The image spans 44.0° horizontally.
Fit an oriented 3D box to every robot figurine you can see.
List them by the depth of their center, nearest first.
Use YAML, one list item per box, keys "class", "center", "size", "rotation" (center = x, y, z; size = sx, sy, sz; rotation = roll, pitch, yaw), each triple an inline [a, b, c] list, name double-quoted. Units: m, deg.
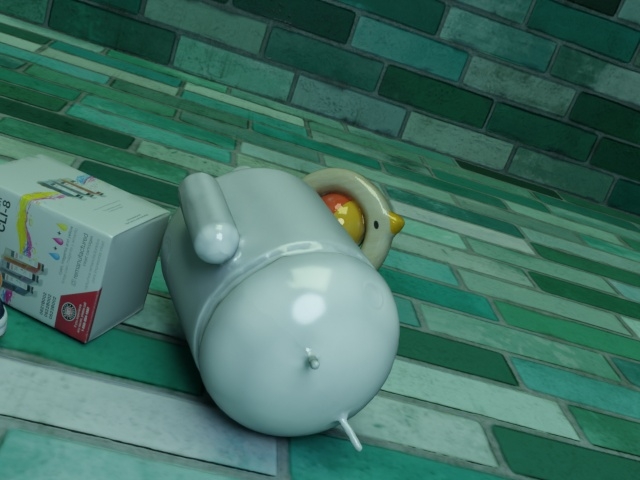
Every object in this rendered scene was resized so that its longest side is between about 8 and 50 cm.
- class: "robot figurine"
  center: [-0.046, 0.058, 0.819]
  size: [0.300, 0.199, 0.353]
  rotation: [49, 3, -38]

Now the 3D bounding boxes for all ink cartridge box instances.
- class: "ink cartridge box"
  center: [-0.281, 0.003, 0.860]
  size: [0.176, 0.128, 0.127]
  rotation: [23, 20, 11]

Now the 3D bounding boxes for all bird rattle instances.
- class: "bird rattle"
  center: [0.000, 0.000, 1.053]
  size: [0.253, 0.207, 0.143]
  rotation: [44, 11, 30]

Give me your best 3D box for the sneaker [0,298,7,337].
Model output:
- class: "sneaker"
  center: [-0.398, -0.021, 0.774]
  size: [0.282, 0.153, 0.099]
  rotation: [31, 23, 28]
